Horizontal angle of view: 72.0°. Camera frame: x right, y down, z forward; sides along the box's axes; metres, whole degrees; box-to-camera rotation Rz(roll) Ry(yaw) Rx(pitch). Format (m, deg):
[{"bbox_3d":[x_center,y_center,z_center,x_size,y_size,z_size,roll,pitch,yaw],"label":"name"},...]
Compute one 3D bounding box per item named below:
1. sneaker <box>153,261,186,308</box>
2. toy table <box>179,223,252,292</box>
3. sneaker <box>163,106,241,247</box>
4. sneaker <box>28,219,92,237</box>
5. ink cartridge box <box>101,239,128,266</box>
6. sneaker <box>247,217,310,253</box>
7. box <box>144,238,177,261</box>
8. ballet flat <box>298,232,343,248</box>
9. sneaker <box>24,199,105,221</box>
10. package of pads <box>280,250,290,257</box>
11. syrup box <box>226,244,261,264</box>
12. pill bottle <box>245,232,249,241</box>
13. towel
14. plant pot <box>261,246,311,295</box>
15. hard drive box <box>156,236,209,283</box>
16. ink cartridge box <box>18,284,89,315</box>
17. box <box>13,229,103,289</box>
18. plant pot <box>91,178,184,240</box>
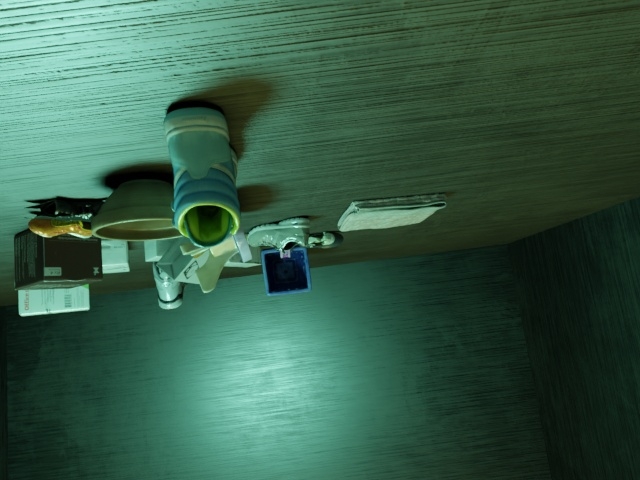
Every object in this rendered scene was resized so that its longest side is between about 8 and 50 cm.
[{"bbox_3d":[-0.753,0.168,2.215,0.137,0.210,0.366,-4,-155,-13],"label":"sneaker"},{"bbox_3d":[-0.298,0.000,1.231,0.160,0.252,0.274,-22,169,-11],"label":"toy table"},{"bbox_3d":[-0.206,-0.080,0.797,0.127,0.208,0.319,-8,172,-6],"label":"sneaker"},{"bbox_3d":[-0.679,-0.046,1.173,0.067,0.064,0.175,-35,163,28],"label":"sneaker"},{"bbox_3d":[-0.790,0.063,1.618,0.160,0.093,0.219,-4,171,-22],"label":"ink cartridge box"},{"bbox_3d":[-0.160,-0.004,1.613,0.281,0.115,0.105,-14,169,36],"label":"sneaker"},{"bbox_3d":[-0.560,0.025,1.571,0.101,0.087,0.101,2,168,-43],"label":"box"},{"bbox_3d":[0.000,0.000,1.930,0.203,0.074,0.074,-5,171,3],"label":"ballet flat"},{"bbox_3d":[-0.599,-0.070,1.052,0.170,0.051,0.089,-4,176,5],"label":"sneaker"},{"bbox_3d":[-0.173,0.052,2.155,0.050,0.032,0.083,-4,146,-6],"label":"package of pads"},{"bbox_3d":[-0.369,0.065,1.963,0.096,0.093,0.236,-11,170,28],"label":"syrup box"},{"bbox_3d":[-0.312,-0.003,1.737,0.083,0.044,0.043,-8,171,9],"label":"pill bottle"},{"bbox_3d":[0.247,-0.093,1.582,0.331,0.054,0.317,-5,171,-7],"label":"towel"},{"bbox_3d":[-0.182,0.159,2.295,0.235,0.236,0.212,-6,177,-9],"label":"plant pot"},{"bbox_3d":[-0.434,0.050,1.527,0.181,0.089,0.232,-51,171,-3],"label":"hard drive box"},{"bbox_3d":[-1.222,0.235,2.029,0.272,0.199,0.114,-1,171,-31],"label":"ink cartridge box"},{"bbox_3d":[-0.783,0.053,1.317,0.203,0.167,0.168,-13,169,34],"label":"box"},{"bbox_3d":[-0.396,-0.072,1.013,0.237,0.110,0.237,-6,171,-1],"label":"plant pot"}]
